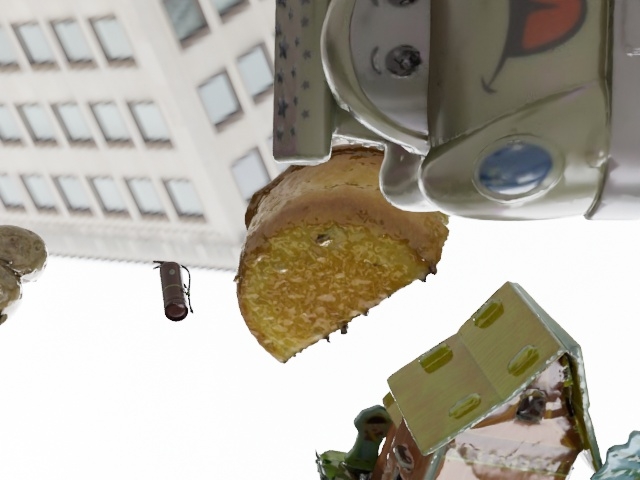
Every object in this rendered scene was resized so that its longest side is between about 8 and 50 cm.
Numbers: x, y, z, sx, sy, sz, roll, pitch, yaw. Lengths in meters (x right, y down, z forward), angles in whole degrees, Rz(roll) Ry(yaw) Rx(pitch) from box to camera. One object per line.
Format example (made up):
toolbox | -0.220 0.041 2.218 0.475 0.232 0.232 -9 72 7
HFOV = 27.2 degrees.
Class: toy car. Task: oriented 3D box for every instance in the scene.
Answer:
toy car | 0.091 -0.136 0.895 0.226 0.242 0.336 2 -179 -6

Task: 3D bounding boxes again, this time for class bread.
bread | 0.000 0.000 1.685 0.340 0.179 0.194 -33 -156 33

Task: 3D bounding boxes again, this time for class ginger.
ginger | -0.357 0.058 1.392 0.104 0.080 0.204 -47 -168 51

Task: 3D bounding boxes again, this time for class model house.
model house | 0.220 0.208 1.412 0.340 0.323 0.300 11 -158 -19

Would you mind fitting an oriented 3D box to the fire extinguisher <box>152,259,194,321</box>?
fire extinguisher | -0.219 0.067 1.973 0.056 0.039 0.132 -4 -145 -9
